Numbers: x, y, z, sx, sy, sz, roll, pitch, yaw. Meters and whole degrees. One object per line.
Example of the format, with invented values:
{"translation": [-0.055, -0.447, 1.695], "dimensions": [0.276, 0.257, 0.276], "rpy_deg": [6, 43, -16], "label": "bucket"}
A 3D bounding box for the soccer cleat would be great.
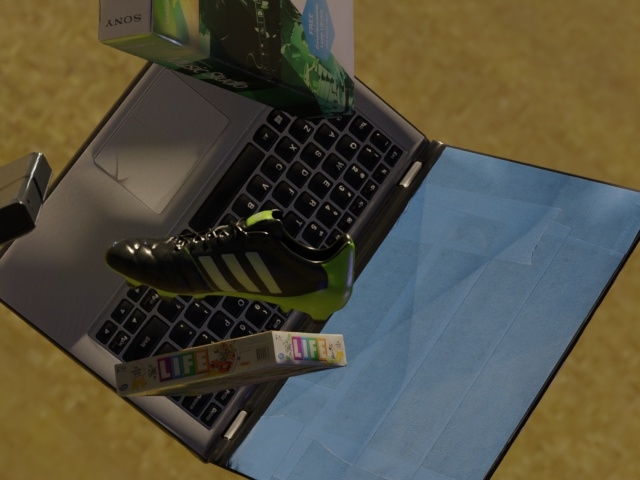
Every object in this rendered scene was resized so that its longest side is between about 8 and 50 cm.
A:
{"translation": [-0.063, 0.010, 1.394], "dimensions": [0.179, 0.072, 0.060], "rpy_deg": [9, 21, -6], "label": "soccer cleat"}

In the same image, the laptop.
{"translation": [0.000, 0.000, 1.683], "dimensions": [0.408, 0.382, 0.236], "rpy_deg": [40, -22, -11], "label": "laptop"}

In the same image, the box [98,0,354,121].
{"translation": [-0.071, -0.242, 1.626], "dimensions": [0.322, 0.058, 0.232], "rpy_deg": [14, 72, -58], "label": "box"}

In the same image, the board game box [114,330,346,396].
{"translation": [-0.072, 0.099, 1.555], "dimensions": [0.103, 0.154, 0.026], "rpy_deg": [8, 71, -58], "label": "board game box"}

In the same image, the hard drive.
{"translation": [-0.215, -0.014, 1.206], "dimensions": [0.135, 0.094, 0.022], "rpy_deg": [-102, 167, -74], "label": "hard drive"}
